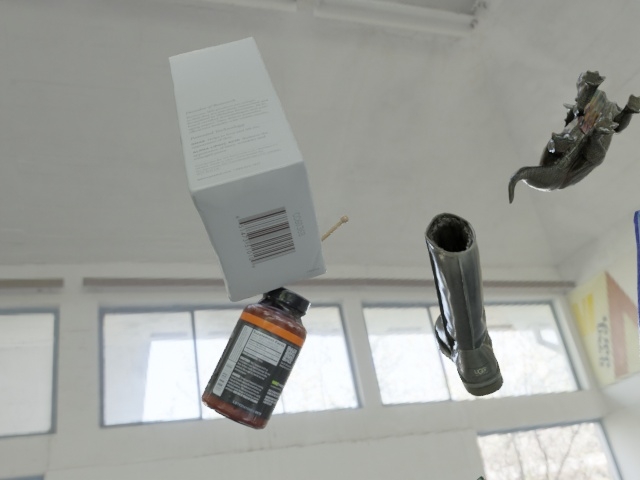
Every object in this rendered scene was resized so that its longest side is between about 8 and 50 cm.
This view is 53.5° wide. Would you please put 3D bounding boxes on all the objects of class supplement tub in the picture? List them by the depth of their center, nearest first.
[{"bbox_3d":[-0.086,0.165,0.925,0.106,0.197,0.106,24,-13,6],"label":"supplement tub"}]

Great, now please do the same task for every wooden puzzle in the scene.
[{"bbox_3d":[0.344,-0.162,0.805,0.083,0.006,0.049,9,-70,-59],"label":"wooden puzzle"}]

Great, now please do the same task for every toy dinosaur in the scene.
[{"bbox_3d":[0.386,-0.141,0.947,0.121,0.313,0.160,27,-22,19],"label":"toy dinosaur"}]

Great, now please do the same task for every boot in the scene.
[{"bbox_3d":[0.166,0.064,0.788,0.076,0.189,0.208,-24,-69,0],"label":"boot"}]

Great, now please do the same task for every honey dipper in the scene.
[{"bbox_3d":[0.000,0.000,1.401,0.161,0.030,0.030,-41,-30,-4],"label":"honey dipper"}]

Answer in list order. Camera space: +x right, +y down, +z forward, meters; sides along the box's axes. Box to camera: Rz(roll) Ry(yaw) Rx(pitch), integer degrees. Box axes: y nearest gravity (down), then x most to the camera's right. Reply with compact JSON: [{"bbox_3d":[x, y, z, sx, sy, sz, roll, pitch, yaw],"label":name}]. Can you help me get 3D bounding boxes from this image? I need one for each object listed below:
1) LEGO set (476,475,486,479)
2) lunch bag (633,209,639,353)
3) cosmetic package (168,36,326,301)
[{"bbox_3d":[0.255,0.521,1.062,0.183,0.244,0.060,-15,1,1],"label":"LEGO set"},{"bbox_3d":[0.393,0.120,0.619,0.138,0.293,0.221,9,3,4],"label":"lunch bag"},{"bbox_3d":[-0.120,-0.126,0.975,0.156,0.385,0.217,-17,-49,-6],"label":"cosmetic package"}]
